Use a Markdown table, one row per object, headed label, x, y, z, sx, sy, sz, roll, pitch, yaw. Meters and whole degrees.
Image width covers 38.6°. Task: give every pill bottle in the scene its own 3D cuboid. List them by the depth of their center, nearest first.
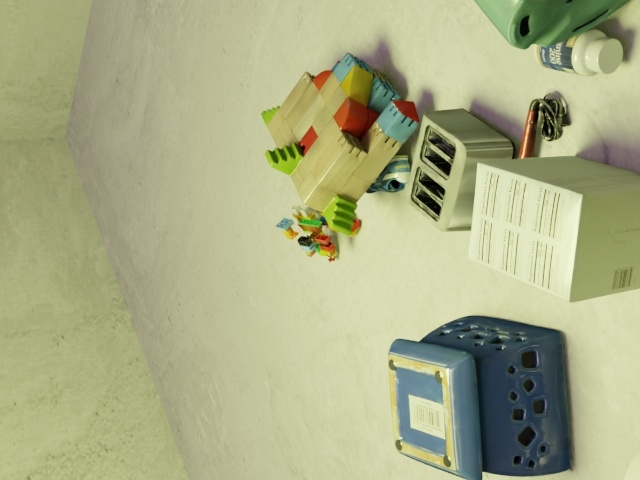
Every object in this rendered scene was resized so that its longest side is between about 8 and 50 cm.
| label | x | y | z | sx | sy | sz | roll | pitch | yaw |
| --- | --- | --- | --- | --- | --- | --- | --- | --- | --- |
| pill bottle | 0.369 | -0.271 | 1.306 | 0.120 | 0.067 | 0.067 | 31 | 122 | 53 |

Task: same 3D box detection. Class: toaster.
| label | x | y | z | sx | sy | sz | roll | pitch | yaw |
| --- | --- | --- | --- | --- | --- | --- | --- | --- | --- |
| toaster | 0.232 | -0.111 | 1.519 | 0.185 | 0.110 | 0.168 | 48 | 136 | 50 |

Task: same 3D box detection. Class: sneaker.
| label | x | y | z | sx | sy | sz | roll | pitch | yaw |
| --- | --- | --- | --- | --- | --- | --- | --- | --- | --- |
| sneaker | 0.125 | -0.115 | 1.766 | 0.144 | 0.053 | 0.059 | -36 | 68 | 57 |

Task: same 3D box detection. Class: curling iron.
| label | x | y | z | sx | sy | sz | roll | pitch | yaw |
| --- | --- | --- | --- | --- | --- | --- | --- | --- | --- |
| curling iron | 0.328 | -0.100 | 1.444 | 0.068 | 0.035 | 0.273 | 46 | 133 | 45 |

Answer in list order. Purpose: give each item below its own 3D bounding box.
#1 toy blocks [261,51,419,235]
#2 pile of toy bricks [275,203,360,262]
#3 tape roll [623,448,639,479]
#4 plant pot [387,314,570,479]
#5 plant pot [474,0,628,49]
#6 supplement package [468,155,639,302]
| label | x | y | z | sx | sy | sz | roll | pitch | yaw |
| --- | --- | --- | --- | --- | --- | --- | --- | --- | --- |
| toy blocks | 0.040 | -0.230 | 1.749 | 0.261 | 0.191 | 0.381 | -52 | 36 | 21 |
| pile of toy bricks | 0.000 | 0.000 | 1.971 | 0.212 | 0.118 | 0.105 | 12 | 139 | 49 |
| tape roll | 0.480 | 0.343 | 1.041 | 0.100 | 0.286 | 0.286 | -38 | 64 | 56 |
| plant pot | 0.246 | 0.260 | 1.490 | 0.236 | 0.212 | 0.235 | 4 | 99 | 59 |
| plant pot | 0.271 | -0.458 | 1.202 | 0.334 | 0.341 | 0.341 | 62 | 145 | 18 |
| supplement package | 0.348 | -0.024 | 1.270 | 0.203 | 0.194 | 0.149 | 28 | 119 | 55 |
